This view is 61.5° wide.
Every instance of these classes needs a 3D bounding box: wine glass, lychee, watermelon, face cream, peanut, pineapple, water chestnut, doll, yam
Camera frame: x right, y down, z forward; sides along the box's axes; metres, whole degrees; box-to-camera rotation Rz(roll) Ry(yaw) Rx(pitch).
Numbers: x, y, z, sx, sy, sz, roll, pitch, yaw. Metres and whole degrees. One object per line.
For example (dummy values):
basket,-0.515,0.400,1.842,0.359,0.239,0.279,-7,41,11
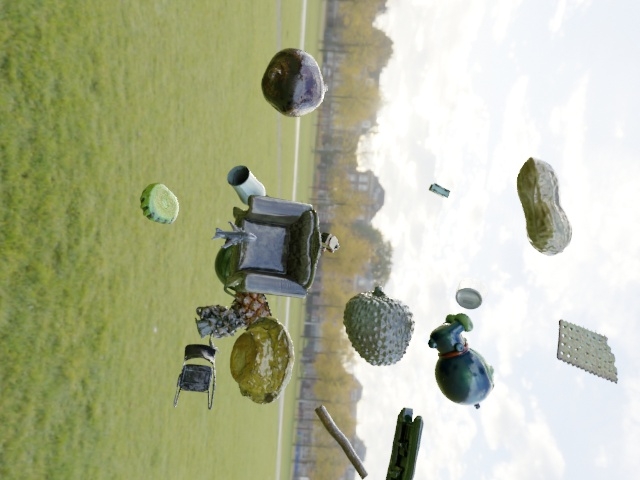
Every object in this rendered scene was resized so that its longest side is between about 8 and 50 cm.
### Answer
wine glass,-0.261,-0.183,2.000,0.231,0.103,0.103,56,34,-60
lychee,0.198,0.293,1.845,0.255,0.256,0.274,-94,-172,-85
watermelon,-0.264,0.089,1.785,0.214,0.188,0.188,-52,163,-27
face cream,0.524,0.180,1.863,0.269,0.108,0.073,-13,121,-71
peanut,0.615,-0.090,1.487,0.136,0.121,0.298,-72,143,-74
pineapple,-0.353,0.298,2.098,0.262,0.272,0.262,47,-33,45
water chestnut,-0.081,-0.519,1.793,0.224,0.238,0.223,22,-60,46
doll,0.464,0.414,1.805,0.321,0.186,0.198,65,-15,9
yam,0.084,0.810,2.167,0.045,0.326,0.045,-47,157,24

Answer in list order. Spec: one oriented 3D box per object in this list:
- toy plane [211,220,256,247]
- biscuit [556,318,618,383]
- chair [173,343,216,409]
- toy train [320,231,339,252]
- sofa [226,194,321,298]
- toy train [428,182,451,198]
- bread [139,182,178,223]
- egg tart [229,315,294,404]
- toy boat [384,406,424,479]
toy plane,-0.166,-0.008,1.043,0.078,0.084,0.031,-83,-175,-50
biscuit,0.778,0.318,1.569,0.016,0.203,0.143,123,-14,-60
chair,-0.474,0.517,2.060,0.221,0.140,0.145,-107,-150,-62
toy train,0.000,0.000,1.959,0.050,0.138,0.087,-64,144,-17
sofa,-0.124,0.016,1.416,0.182,0.200,0.258,159,-63,-64
toy train,0.502,-0.209,2.274,0.038,0.093,0.056,-65,-169,-3
bread,-0.530,-0.118,1.765,0.139,0.071,0.129,30,59,-50
egg tart,-0.202,0.374,1.698,0.295,0.116,0.294,-17,-113,46
toy boat,0.183,0.475,1.186,0.104,0.052,0.210,162,-55,-68
